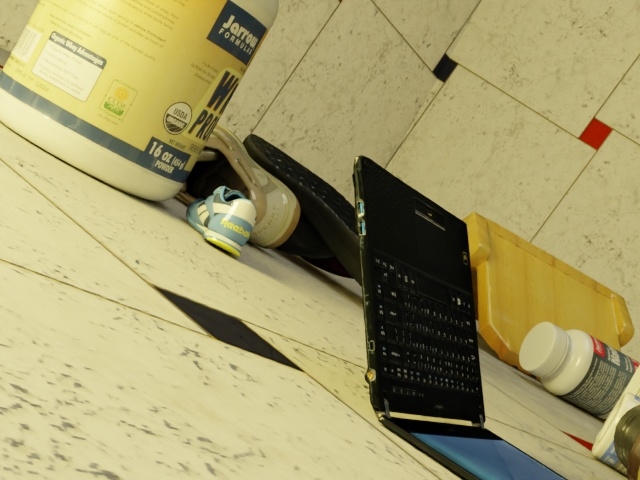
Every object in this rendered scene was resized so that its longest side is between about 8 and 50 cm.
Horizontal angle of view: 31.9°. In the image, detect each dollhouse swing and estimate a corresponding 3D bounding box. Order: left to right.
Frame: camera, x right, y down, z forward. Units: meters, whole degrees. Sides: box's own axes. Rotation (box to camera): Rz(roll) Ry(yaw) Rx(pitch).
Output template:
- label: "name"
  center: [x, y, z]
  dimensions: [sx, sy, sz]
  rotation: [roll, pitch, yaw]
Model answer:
- label: "dollhouse swing"
  center: [0.343, 0.177, 1.996]
  dimensions: [0.347, 0.305, 0.315]
  rotation: [28, -38, -17]

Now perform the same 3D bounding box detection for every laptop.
- label: "laptop"
  center: [0.133, 0.083, 0.776]
  dimensions: [0.137, 0.264, 0.234]
  rotation: [-9, -14, 22]

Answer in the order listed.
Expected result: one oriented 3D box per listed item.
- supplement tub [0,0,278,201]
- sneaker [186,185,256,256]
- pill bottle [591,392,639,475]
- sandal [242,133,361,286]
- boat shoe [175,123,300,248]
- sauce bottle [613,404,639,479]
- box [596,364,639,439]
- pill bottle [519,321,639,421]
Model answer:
- label: "supplement tub"
  center: [-0.185, -0.225, 1.203]
  dimensions: [0.228, 0.316, 0.228]
  rotation: [29, 3, -2]
- label: "sneaker"
  center: [-0.100, -0.027, 1.172]
  dimensions: [0.053, 0.059, 0.144]
  rotation: [26, 3, -24]
- label: "pill bottle"
  center: [0.357, 0.222, 1.149]
  dimensions: [0.137, 0.078, 0.078]
  rotation: [30, 3, 12]
- label: "sandal"
  center: [-0.001, 0.000, 1.489]
  dimensions: [0.167, 0.107, 0.446]
  rotation: [28, 16, -48]
- label: "boat shoe"
  center: [-0.150, -0.093, 1.422]
  dimensions: [0.302, 0.109, 0.098]
  rotation: [39, 7, 39]
- label: "sauce bottle"
  center: [0.295, 0.188, 0.847]
  dimensions: [0.111, 0.111, 0.344]
  rotation: [29, 2, -2]
- label: "box"
  center: [0.454, 0.209, 1.295]
  dimensions: [0.119, 0.181, 0.182]
  rotation: [28, 3, -41]
- label: "pill bottle"
  center: [0.397, 0.197, 1.701]
  dimensions: [0.180, 0.108, 0.108]
  rotation: [28, 3, -20]
